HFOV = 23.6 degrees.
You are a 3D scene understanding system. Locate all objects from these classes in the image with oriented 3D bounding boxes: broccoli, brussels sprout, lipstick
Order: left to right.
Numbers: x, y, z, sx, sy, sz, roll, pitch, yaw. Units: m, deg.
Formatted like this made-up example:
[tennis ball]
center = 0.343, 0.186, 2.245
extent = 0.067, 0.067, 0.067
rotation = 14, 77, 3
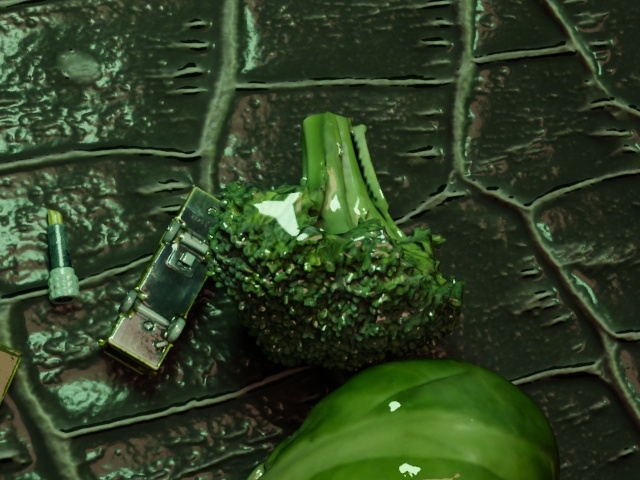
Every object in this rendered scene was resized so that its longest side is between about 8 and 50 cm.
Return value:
[lipstick]
center = -0.307, 0.016, 1.803
extent = 0.037, 0.037, 0.116
rotation = -2, 71, -21
[broccoli]
center = -0.009, 0.021, 1.784
extent = 0.375, 0.249, 0.302
rotation = 19, 34, -48
[brussels sprout]
center = 0.097, 0.288, 1.736
extent = 0.371, 0.315, 0.276
rotation = -13, 63, -14

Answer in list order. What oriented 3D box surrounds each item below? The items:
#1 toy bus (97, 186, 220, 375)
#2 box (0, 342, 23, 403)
[toy bus]
center = -0.179, 0.047, 1.818
extent = 0.081, 0.074, 0.226
rotation = 30, 66, -11
[box]
center = -0.427, 0.190, 1.710
extent = 0.121, 0.030, 0.193
rotation = 25, 68, -12
